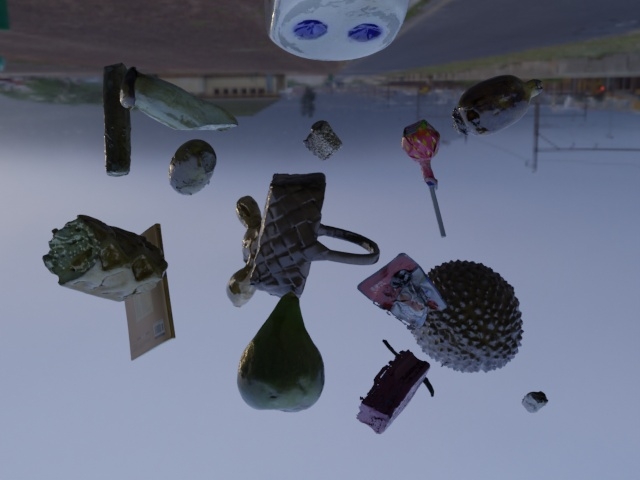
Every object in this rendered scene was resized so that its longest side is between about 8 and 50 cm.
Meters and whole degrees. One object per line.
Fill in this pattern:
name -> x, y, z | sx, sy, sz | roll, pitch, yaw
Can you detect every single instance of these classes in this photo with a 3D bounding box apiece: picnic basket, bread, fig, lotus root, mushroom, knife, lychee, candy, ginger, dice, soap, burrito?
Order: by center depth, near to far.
fig -> -0.091, 0.252, 1.654 | 0.206, 0.274, 0.206 | 0, 164, 0
dice -> 0.031, -0.603, 1.680 | 0.305, 0.276, 0.304 | -1, 163, -10
mushroom -> -0.333, -0.313, 1.727 | 0.087, 0.107, 0.333 | -18, 154, 37
burrito -> 0.537, 0.405, 1.814 | 0.051, 0.042, 0.171 | 27, 163, 16
picnic basket -> 0.000, 0.000, 1.829 | 0.338, 0.337, 0.293 | -1, -167, -1
soap -> 0.183, 0.408, 1.919 | 0.099, 0.162, 0.250 | 34, -153, 17
bread -> -0.587, 0.050, 1.963 | 0.239, 0.196, 0.252 | -20, 158, 19
knife -> 0.257, 0.358, 2.074 | 0.021, 0.222, 0.045 | -38, -173, 35
candy -> 0.006, -0.295, 2.149 | 0.085, 0.110, 0.095 | -50, -173, -36
candy -> 0.330, -0.185, 2.172 | 0.124, 0.365, 0.124 | -12, 167, -3
ginger -> -0.188, 0.028, 2.228 | 0.122, 0.363, 0.348 | 19, 168, -29
lotus root -> 0.552, -0.431, 2.284 | 0.314, 0.169, 0.141 | -26, -163, 21
lychee -> 0.494, 0.256, 2.425 | 0.381, 0.380, 0.432 | -4, -150, -11

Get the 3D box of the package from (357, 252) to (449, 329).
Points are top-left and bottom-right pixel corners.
package -> 0.265, 0.163, 2.208 | 0.269, 0.194, 0.071 | 41, -165, -19

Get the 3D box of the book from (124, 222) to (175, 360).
book -> -0.565, 0.169, 2.330 | 0.032, 0.388, 0.269 | 6, 155, -42

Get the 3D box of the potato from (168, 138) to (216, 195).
potato -> -0.418, -0.236, 2.337 | 0.113, 0.149, 0.251 | -25, 171, -36

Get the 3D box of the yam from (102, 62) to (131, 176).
yam -> -0.520, -0.310, 1.841 | 0.071, 0.317, 0.067 | -6, 164, 2
